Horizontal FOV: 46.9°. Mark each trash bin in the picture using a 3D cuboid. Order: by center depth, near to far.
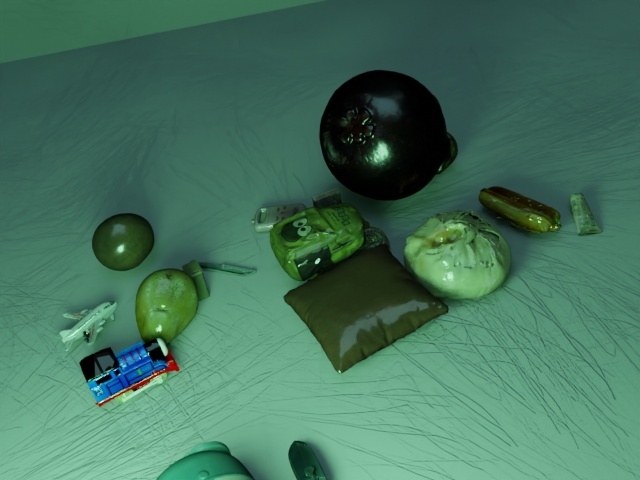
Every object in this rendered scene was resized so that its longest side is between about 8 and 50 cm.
[{"bbox_3d":[-0.329,0.109,1.961,0.043,0.092,0.061,-24,40,-15],"label":"trash bin"}]

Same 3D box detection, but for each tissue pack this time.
[{"bbox_3d":[0.020,-0.113,2.169,0.083,0.063,0.035,-22,43,-10],"label":"tissue pack"}]

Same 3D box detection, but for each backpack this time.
[{"bbox_3d":[0.000,0.000,1.965,0.253,0.140,0.207,-24,38,-7],"label":"backpack"}]

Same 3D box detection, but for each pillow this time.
[{"bbox_3d":[0.105,0.154,1.775,0.308,0.108,0.305,-27,41,-13],"label":"pillow"}]

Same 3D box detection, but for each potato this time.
[{"bbox_3d":[-0.389,0.173,1.858,0.157,0.157,0.194,-2,51,12],"label":"potato"}]

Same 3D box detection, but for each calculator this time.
[{"bbox_3d":[-0.120,-0.066,2.172,0.175,0.032,0.100,-6,39,9],"label":"calculator"}]

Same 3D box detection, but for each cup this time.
[{"bbox_3d":[-0.209,0.543,1.318,0.289,0.219,0.257,-51,43,4],"label":"cup"}]

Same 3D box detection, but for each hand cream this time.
[{"bbox_3d":[0.698,-0.068,1.960,0.061,0.039,0.143,-2,48,2],"label":"hand cream"}]

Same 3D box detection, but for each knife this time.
[{"bbox_3d":[-0.276,0.077,2.050,0.210,0.015,0.028,8,37,23],"label":"knife"}]

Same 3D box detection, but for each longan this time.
[{"bbox_3d":[-0.563,0.000,2.114,0.167,0.167,0.187,6,21,22],"label":"longan"}]

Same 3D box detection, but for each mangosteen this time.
[{"bbox_3d":[0.203,-0.299,2.158,0.382,0.382,0.435,18,9,32],"label":"mangosteen"}]

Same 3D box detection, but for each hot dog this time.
[{"bbox_3d":[0.534,-0.077,1.984,0.104,0.076,0.250,-19,38,-41],"label":"hot dog"}]

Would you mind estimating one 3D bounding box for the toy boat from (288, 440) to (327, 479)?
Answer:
[{"bbox_3d":[-0.031,0.452,1.488,0.055,0.060,0.141,-21,32,-12],"label":"toy boat"}]

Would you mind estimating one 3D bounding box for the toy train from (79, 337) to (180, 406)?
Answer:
[{"bbox_3d":[-0.445,0.300,1.724,0.204,0.131,0.083,-26,40,-17],"label":"toy train"}]

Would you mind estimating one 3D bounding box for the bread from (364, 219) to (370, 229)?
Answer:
[{"bbox_3d":[0.115,-0.029,2.062,0.049,0.033,0.088,2,39,7],"label":"bread"}]

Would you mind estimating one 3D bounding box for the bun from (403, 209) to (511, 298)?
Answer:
[{"bbox_3d":[0.341,0.018,1.854,0.287,0.146,0.287,-8,36,6],"label":"bun"}]

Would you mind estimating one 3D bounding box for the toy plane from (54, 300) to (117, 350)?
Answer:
[{"bbox_3d":[-0.602,0.217,1.922,0.171,0.065,0.162,-31,41,-25],"label":"toy plane"}]

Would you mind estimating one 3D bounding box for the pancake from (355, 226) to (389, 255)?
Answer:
[{"bbox_3d":[0.134,0.010,2.001,0.108,0.017,0.108,-3,57,5],"label":"pancake"}]
